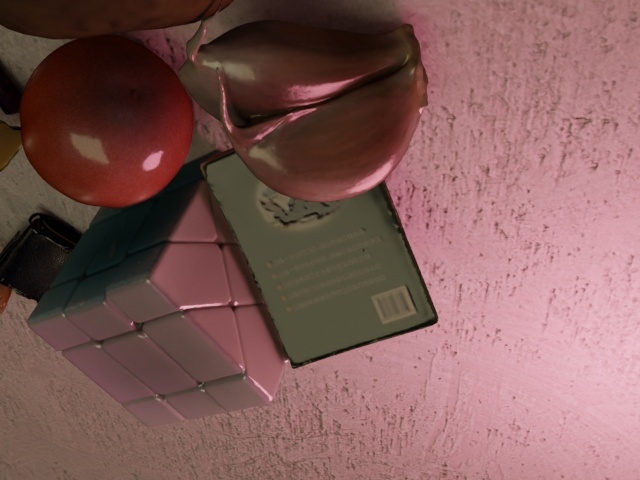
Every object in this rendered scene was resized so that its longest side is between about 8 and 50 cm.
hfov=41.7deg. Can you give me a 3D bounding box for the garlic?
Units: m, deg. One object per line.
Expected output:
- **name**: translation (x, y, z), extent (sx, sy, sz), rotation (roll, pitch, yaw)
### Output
- **garlic**: translation (-0.037, -0.168, 1.113), extent (0.340, 0.231, 0.246), rotation (-2, 174, -37)

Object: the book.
- **book**: translation (0.000, 0.000, 1.318), extent (0.260, 0.043, 0.370), rotation (-19, 101, 16)

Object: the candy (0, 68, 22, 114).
- **candy**: translation (-0.534, -0.254, 1.402), extent (0.045, 0.043, 0.175), rotation (26, 155, 53)

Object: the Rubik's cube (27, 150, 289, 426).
- **Rubik's cube**: translation (-0.238, 0.092, 1.453), extent (0.316, 0.321, 0.318), rotation (-18, 125, 36)

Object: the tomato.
- **tomato**: translation (-0.316, -0.177, 1.254), extent (0.256, 0.255, 0.224), rotation (37, 151, -18)

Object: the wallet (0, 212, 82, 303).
- **wallet**: translation (-0.517, 0.065, 1.727), extent (0.262, 0.071, 0.221), rotation (34, 131, -21)

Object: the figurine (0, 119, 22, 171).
- **figurine**: translation (-0.636, -0.213, 1.379), extent (0.181, 0.208, 0.257), rotation (-43, 80, 7)

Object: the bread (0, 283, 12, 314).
- **bread**: translation (-0.730, 0.111, 1.816), extent (0.125, 0.106, 0.082), rotation (0, 129, 15)

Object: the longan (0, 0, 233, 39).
- **longan**: translation (-0.252, -0.391, 0.932), extent (0.405, 0.336, 0.404), rotation (-7, 158, -3)
